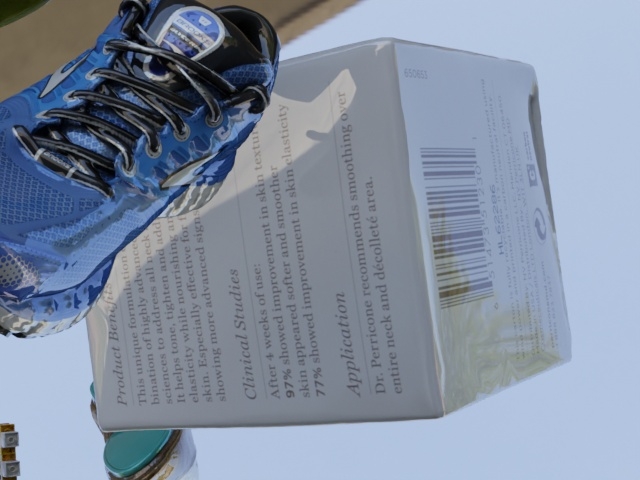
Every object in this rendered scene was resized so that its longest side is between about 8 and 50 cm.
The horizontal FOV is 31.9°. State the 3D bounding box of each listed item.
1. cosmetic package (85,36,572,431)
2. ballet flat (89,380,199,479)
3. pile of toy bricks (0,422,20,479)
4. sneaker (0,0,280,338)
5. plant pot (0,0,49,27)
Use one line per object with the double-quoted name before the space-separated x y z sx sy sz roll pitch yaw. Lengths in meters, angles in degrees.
"cosmetic package" 0.000 0.000 1.142 0.393 0.329 0.327 -7 1 33
"ballet flat" -0.211 0.255 1.386 0.116 0.342 0.124 -34 -71 -12
"pile of toy bricks" -0.376 0.307 1.202 0.118 0.212 0.105 -1 -6 -27
"sneaker" -0.115 -0.068 0.611 0.130 0.330 0.147 38 -61 0
"plant pot" -0.334 -0.351 0.860 0.275 0.293 0.275 -30 -32 -21
